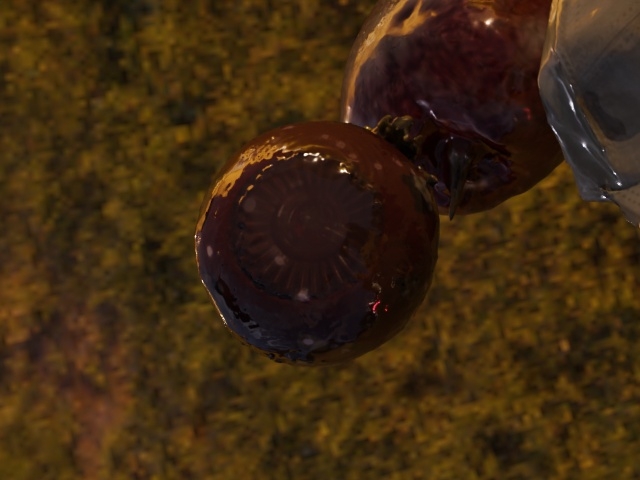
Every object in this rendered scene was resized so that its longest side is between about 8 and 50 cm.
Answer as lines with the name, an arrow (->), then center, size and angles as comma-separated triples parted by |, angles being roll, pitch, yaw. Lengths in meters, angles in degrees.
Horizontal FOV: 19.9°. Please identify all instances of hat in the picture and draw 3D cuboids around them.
hat -> 0.235, -0.106, 0.949 | 0.149, 0.214, 0.245 | 55, 167, -20

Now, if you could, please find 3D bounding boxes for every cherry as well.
cherry -> 0.128, -0.150, 1.585 | 0.230, 0.203, 0.300 | -44, 36, 41

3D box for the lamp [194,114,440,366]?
lamp -> 0.001, 0.005, 1.164 | 0.135, 0.157, 0.156 | 62, -157, -75
